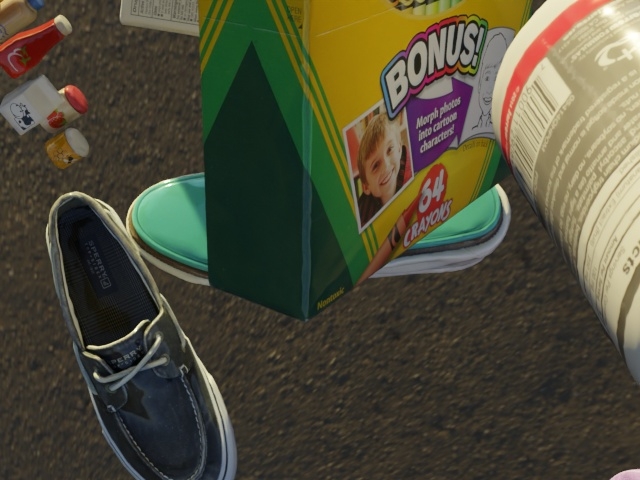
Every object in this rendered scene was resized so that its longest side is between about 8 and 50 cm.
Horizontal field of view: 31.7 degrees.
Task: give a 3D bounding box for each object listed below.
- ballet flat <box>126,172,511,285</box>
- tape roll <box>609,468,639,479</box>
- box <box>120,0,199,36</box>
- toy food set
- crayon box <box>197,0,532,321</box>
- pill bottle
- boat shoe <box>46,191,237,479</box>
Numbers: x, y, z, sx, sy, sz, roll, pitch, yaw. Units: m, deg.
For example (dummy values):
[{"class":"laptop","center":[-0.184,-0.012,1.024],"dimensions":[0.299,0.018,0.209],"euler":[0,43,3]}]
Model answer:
[{"class":"ballet flat","center":[0.000,0.000,1.201],"dimensions":[0.400,0.139,0.139],"euler":[-3,71,4]},{"class":"tape roll","center":[0.349,0.349,1.054],"dimensions":[0.090,0.275,0.275],"euler":[-2,72,-12]},{"class":"box","center":[-0.073,-0.307,1.354],"dimensions":[0.311,0.121,0.148],"euler":[14,104,18]},{"class":"toy food set","center":[-0.327,-0.204,1.311],"dimensions":[0.104,0.111,0.232],"euler":[-30,117,13]},{"class":"crayon box","center":[0.054,-0.155,0.908],"dimensions":[0.106,0.313,0.363],"euler":[18,31,29]},{"class":"pill bottle","center":[0.221,-0.007,0.597],"dimensions":[0.176,0.176,0.318],"euler":[-1,38,-15]},{"class":"boat shoe","center":[-0.190,0.107,1.089],"dimensions":[0.121,0.119,0.335],"euler":[-29,81,-4]}]
